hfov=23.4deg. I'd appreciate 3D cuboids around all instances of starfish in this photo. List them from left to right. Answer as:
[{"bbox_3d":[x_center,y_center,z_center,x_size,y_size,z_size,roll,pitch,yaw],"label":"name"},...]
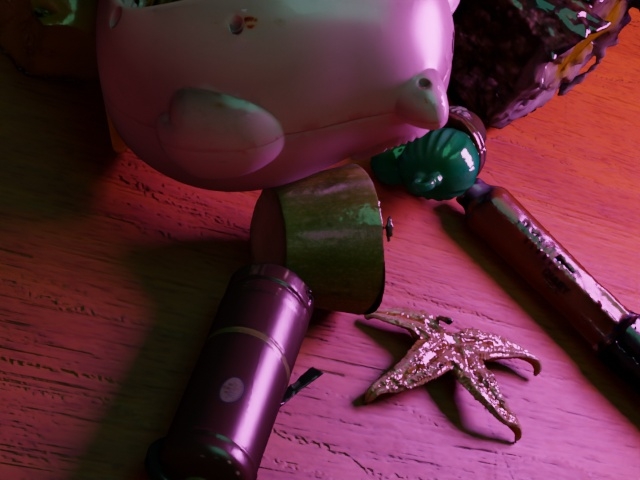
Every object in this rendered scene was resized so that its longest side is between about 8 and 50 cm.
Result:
[{"bbox_3d":[0.160,0.147,1.760,0.247,0.050,0.138,15,49,-21],"label":"starfish"}]

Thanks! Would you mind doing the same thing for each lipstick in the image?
[{"bbox_3d":[0.331,0.080,1.922,0.418,0.077,0.077,44,42,7],"label":"lipstick"}]

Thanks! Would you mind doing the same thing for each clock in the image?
[{"bbox_3d":[-0.044,-0.227,1.662,0.377,0.250,0.368,1,44,9],"label":"clock"}]

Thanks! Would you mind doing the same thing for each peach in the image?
[{"bbox_3d":[-0.285,-0.244,1.718,0.151,0.151,0.118,43,54,4],"label":"peach"}]

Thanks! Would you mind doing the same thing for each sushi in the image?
[{"bbox_3d":[0.243,-0.326,2.055,0.281,0.299,0.294,-41,79,-20],"label":"sushi"}]

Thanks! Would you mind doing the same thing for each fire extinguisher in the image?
[{"bbox_3d":[-0.079,0.170,1.519,0.141,0.105,0.341,30,40,-9],"label":"fire extinguisher"}]

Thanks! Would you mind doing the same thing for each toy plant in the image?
[{"bbox_3d":[0.135,-0.104,1.906,0.143,0.105,0.200,4,23,25],"label":"toy plant"}]

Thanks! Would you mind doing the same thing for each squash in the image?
[{"bbox_3d":[0.000,0.000,1.693,0.123,0.170,0.170,-1,54,-22],"label":"squash"}]
